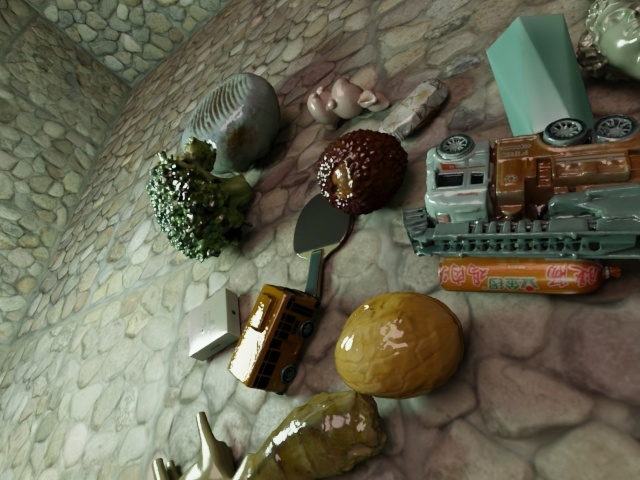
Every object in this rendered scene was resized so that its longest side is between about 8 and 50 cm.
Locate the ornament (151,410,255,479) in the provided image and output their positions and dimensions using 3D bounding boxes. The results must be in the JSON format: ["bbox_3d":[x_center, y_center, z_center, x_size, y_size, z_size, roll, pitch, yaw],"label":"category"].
[{"bbox_3d":[-0.216,0.453,0.779,0.230,0.061,0.245,-49,40,0],"label":"ornament"}]

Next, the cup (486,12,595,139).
[{"bbox_3d":[0.377,-0.256,0.703,0.147,0.134,0.236,-1,61,9],"label":"cup"}]

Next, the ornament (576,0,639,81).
[{"bbox_3d":[0.501,-0.268,0.604,0.120,0.130,0.286,-15,48,3],"label":"ornament"}]

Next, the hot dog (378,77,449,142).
[{"bbox_3d":[0.215,-0.296,0.942,0.192,0.053,0.099,-46,42,2],"label":"hot dog"}]

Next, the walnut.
[{"bbox_3d":[0.114,0.160,0.620,0.206,0.159,0.159,-26,47,32],"label":"walnut"}]

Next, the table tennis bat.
[{"bbox_3d":[0.000,0.000,0.942,0.173,0.022,0.302,-17,50,32],"label":"table tennis bat"}]

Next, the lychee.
[{"bbox_3d":[0.091,-0.151,0.861,0.188,0.188,0.188,-23,48,28],"label":"lychee"}]

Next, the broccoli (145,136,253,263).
[{"bbox_3d":[-0.320,-0.093,1.164,0.280,0.348,0.293,-35,77,-28],"label":"broccoli"}]

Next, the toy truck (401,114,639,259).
[{"bbox_3d":[0.282,-0.057,0.584,0.337,0.133,0.185,-1,49,28],"label":"toy truck"}]

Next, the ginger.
[{"bbox_3d":[-0.012,0.326,0.657,0.263,0.116,0.109,-41,1,19],"label":"ginger"}]

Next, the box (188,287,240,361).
[{"bbox_3d":[-0.261,0.207,1.005,0.130,0.051,0.129,-35,43,19],"label":"box"}]

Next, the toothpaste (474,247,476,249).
[{"bbox_3d":[0.283,-0.048,0.713,0.061,0.037,0.216,26,85,45],"label":"toothpaste"}]

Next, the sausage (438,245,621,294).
[{"bbox_3d":[0.298,0.044,0.601,0.234,0.071,0.071,-4,59,39],"label":"sausage"}]

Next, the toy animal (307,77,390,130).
[{"bbox_3d":[0.078,-0.376,1.081,0.212,0.124,0.125,-7,57,31],"label":"toy animal"}]

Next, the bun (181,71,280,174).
[{"bbox_3d":[-0.270,-0.360,1.304,0.361,0.211,0.362,-26,44,29],"label":"bun"}]

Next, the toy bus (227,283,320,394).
[{"bbox_3d":[-0.094,0.187,0.812,0.098,0.114,0.201,16,80,48],"label":"toy bus"}]
